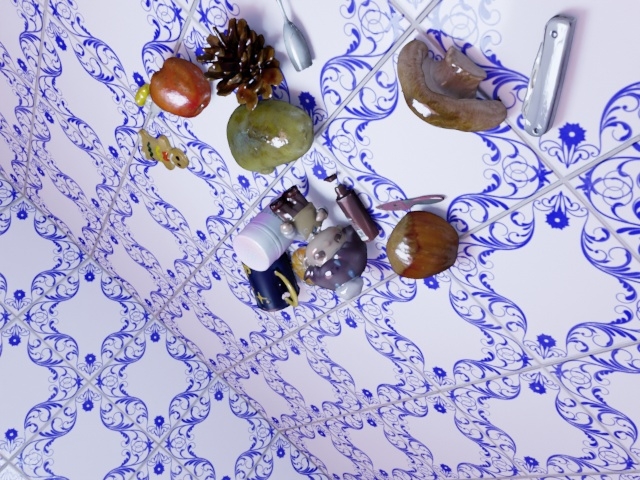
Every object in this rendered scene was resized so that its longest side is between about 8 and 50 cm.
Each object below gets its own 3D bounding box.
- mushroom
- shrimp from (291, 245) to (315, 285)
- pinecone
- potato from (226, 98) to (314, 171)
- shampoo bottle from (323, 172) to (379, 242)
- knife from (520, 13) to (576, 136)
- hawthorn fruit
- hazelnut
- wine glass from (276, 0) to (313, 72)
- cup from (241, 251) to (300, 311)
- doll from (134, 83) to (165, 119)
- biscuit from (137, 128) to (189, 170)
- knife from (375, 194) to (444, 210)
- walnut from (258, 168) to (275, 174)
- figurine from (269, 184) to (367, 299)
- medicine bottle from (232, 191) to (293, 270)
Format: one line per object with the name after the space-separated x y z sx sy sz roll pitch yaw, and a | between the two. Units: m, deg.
0.275 -0.323 1.272 0.286 0.151 0.156 38 145 3 | mushroom
-0.001 0.084 2.015 0.317 0.062 0.164 -11 118 51 | shrimp
-0.223 -0.476 1.514 0.229 0.202 0.201 42 -178 24 | pinecone
-0.147 -0.308 1.639 0.308 0.173 0.210 -1 108 40 | potato
0.095 -0.102 1.734 0.068 0.067 0.236 -23 111 30 | shampoo bottle
0.471 -0.336 1.179 0.073 0.041 0.265 30 144 29 | knife
-0.427 -0.465 1.738 0.189 0.189 0.189 24 141 21 | hawthorn fruit
0.284 0.024 1.600 0.210 0.186 0.210 17 120 33 | hazelnut
-0.074 -0.533 1.441 0.066 0.066 0.198 5 132 38 | wine glass
-0.158 0.121 2.101 0.255 0.178 0.256 7 131 30 | cup
-0.581 -0.479 1.944 0.135 0.071 0.113 -13 127 42 | doll
-0.597 -0.330 2.134 0.241 0.035 0.158 22 142 24 | biscuit
0.254 -0.106 1.632 0.247 0.018 0.035 -6 127 48 | knife
-0.180 -0.252 1.809 0.092 0.092 0.092 24 141 21 | walnut
0.010 -0.007 1.775 0.206 0.218 0.364 -2 130 46 | figurine
-0.157 -0.032 1.866 0.152 0.254 0.152 23 139 22 | medicine bottle
